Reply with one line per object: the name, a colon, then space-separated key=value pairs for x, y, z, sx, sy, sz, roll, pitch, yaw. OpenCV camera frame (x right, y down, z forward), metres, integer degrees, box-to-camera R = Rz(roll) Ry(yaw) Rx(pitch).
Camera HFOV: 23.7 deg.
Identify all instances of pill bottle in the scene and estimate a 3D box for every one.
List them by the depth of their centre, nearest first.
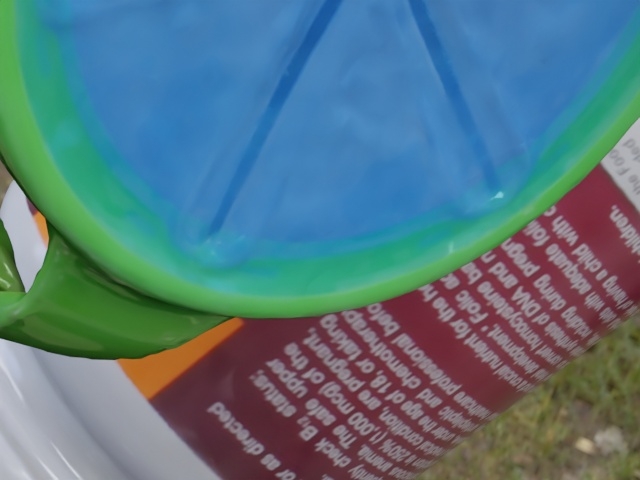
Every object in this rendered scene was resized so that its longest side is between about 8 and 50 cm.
pill bottle: x=0.000 y=0.000 z=0.691 sx=0.392 sy=0.224 sz=0.224 roll=-38 pitch=49 yaw=8

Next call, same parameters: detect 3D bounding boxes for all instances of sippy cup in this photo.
sippy cup: x=-0.030 y=-0.131 z=0.456 sx=0.305 sy=0.240 sz=0.224 roll=-31 pitch=45 yaw=-13
